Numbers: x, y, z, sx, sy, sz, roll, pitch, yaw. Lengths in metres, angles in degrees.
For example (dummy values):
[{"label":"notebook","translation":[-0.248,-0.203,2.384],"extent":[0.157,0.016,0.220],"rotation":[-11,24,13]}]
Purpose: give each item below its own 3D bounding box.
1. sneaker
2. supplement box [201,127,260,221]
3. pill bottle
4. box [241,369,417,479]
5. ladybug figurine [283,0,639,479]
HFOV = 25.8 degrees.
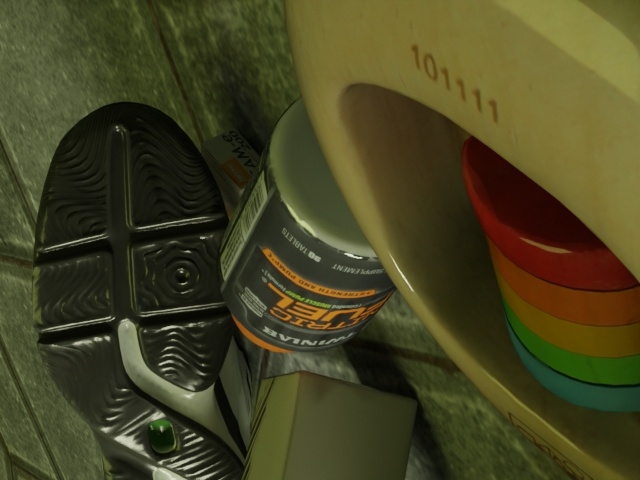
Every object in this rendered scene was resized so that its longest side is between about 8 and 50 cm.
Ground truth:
[{"label":"sneaker","translation":[-0.151,0.075,1.250],"extent":[0.257,0.169,0.447],"rotation":[-110,12,-69]},{"label":"supplement box","translation":[-0.072,-0.039,1.196],"extent":[0.062,0.036,0.098],"rotation":[48,153,27]},{"label":"pill bottle","translation":[0.000,0.000,0.994],"extent":[0.130,0.130,0.246],"rotation":[56,155,13]},{"label":"box","translation":[-0.010,0.250,1.109],"extent":[0.094,0.113,0.275],"rotation":[157,127,-65]},{"label":"ladybug figurine","translation":[0.139,-0.018,0.590],"extent":[0.305,0.162,0.449],"rotation":[38,166,27]}]
